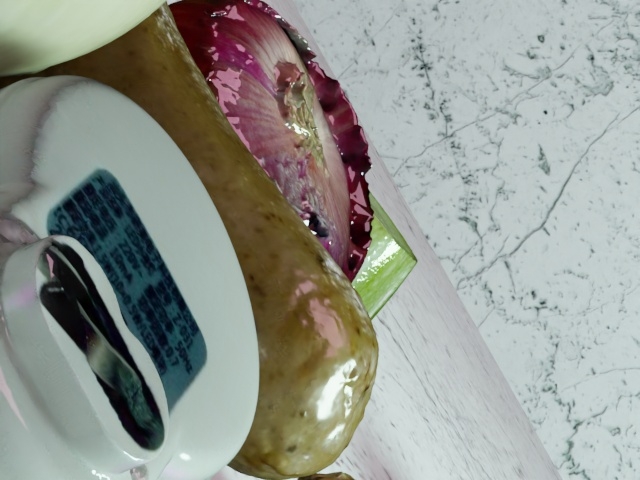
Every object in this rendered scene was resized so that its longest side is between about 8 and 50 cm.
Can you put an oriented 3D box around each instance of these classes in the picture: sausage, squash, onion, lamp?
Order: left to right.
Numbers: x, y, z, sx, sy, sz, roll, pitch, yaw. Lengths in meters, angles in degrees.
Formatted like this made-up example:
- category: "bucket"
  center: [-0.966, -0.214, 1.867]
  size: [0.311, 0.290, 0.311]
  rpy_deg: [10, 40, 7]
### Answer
- category: "lamp"
  center: [-0.105, 0.033, 0.551]
  size: [0.179, 0.108, 0.246]
  rpy_deg: [60, 15, -12]
- category: "sausage"
  center: [-0.124, -0.086, 0.794]
  size: [0.501, 0.136, 0.123]
  rpy_deg: [60, -6, 21]
- category: "onion"
  center: [-0.057, -0.050, 0.967]
  size: [0.248, 0.161, 0.248]
  rpy_deg: [45, 19, -20]
- category: "squash"
  center: [0.007, 0.009, 1.296]
  size: [0.170, 0.123, 0.170]
  rpy_deg: [50, 9, -11]

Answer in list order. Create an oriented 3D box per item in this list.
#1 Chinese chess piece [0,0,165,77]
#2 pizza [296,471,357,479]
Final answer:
- category: "Chinese chess piece"
  center: [-0.189, -0.227, 0.618]
  size: [0.338, 0.140, 0.338]
  rpy_deg: [35, 29, -23]
- category: "pizza"
  center: [0.042, 0.230, 0.682]
  size: [0.223, 0.089, 0.323]
  rpy_deg: [37, 12, -8]
